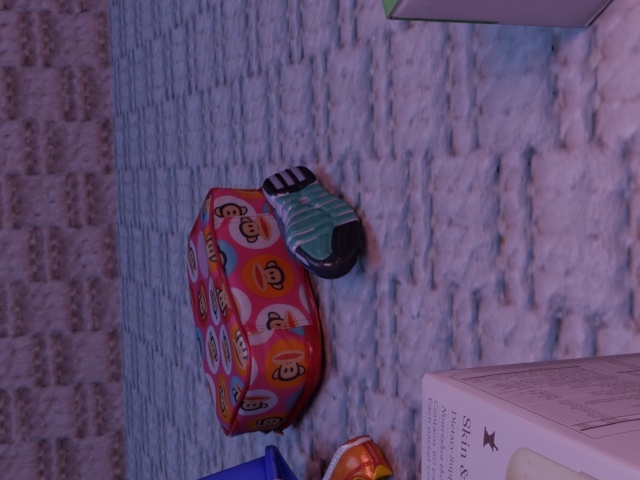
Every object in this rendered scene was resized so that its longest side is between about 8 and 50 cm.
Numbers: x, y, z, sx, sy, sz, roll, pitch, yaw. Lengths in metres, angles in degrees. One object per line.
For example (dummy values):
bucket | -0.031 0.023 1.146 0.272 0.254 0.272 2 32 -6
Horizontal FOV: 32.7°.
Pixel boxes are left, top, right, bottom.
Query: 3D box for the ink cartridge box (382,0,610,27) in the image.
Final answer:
ink cartridge box | 0.110 -0.263 0.754 0.092 0.160 0.219 129 133 -59

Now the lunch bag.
lunch bag | -0.100 0.102 1.419 0.258 0.120 0.293 115 145 -53

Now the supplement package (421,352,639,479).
supplement package | 0.192 0.177 0.536 0.263 0.198 0.199 -167 76 -69

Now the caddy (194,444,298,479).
caddy | -0.053 0.410 1.265 0.241 0.179 0.341 78 177 -62

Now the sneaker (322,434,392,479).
sneaker | 0.030 0.283 1.183 0.067 0.064 0.175 59 150 34

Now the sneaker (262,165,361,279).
sneaker | 0.000 0.000 1.235 0.223 0.083 0.098 -119 12 -58

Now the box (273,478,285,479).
box | 0.044 0.309 0.963 0.300 0.154 0.142 -21 47 68
